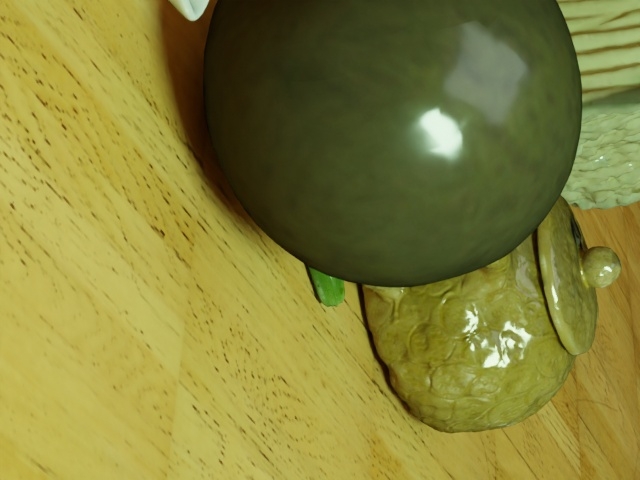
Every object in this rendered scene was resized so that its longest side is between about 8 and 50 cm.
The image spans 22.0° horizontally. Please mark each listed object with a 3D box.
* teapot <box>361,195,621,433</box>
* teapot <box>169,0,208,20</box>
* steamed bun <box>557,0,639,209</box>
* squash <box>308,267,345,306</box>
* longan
[{"bbox_3d":[0.130,0.029,1.175,0.311,0.167,0.203,26,55,-63],"label":"teapot"},{"bbox_3d":[-0.149,-0.212,0.661,0.204,0.139,0.298,-67,140,-52],"label":"teapot"},{"bbox_3d":[0.210,-0.142,1.359,0.272,0.290,0.273,68,10,-60],"label":"steamed bun"},{"bbox_3d":[0.000,0.000,1.062,0.027,0.027,0.089,-20,100,-69],"label":"squash"},{"bbox_3d":[0.037,-0.096,0.954,0.248,0.248,0.248,-13,90,-69],"label":"longan"}]
